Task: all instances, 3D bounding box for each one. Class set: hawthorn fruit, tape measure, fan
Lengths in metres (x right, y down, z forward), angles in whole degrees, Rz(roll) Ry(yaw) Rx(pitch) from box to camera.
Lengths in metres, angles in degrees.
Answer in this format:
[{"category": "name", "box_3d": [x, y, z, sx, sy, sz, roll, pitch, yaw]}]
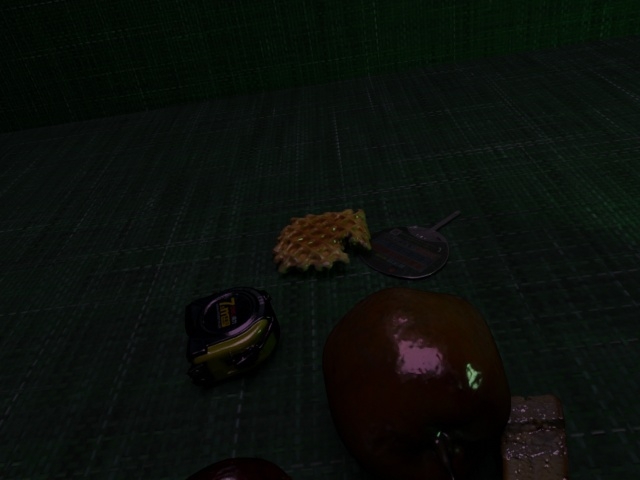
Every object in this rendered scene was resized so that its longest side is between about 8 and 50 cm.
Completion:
[{"category": "hawthorn fruit", "box_3d": [0.138, 0.223, 0.766, 0.268, 0.267, 0.301, -9, 33, 2]}, {"category": "tape measure", "box_3d": [-0.170, 0.183, 1.042, 0.186, 0.112, 0.199, -20, 39, -1]}, {"category": "fan", "box_3d": [0.212, 0.001, 1.300, 0.223, 0.012, 0.294, 3, 35, 23]}]

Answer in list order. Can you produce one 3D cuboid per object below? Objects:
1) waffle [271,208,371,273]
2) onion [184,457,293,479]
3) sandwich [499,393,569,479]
[{"category": "waffle", "box_3d": [0.000, -0.002, 1.315, 0.250, 0.056, 0.261, -8, 34, 8]}, {"category": "onion", "box_3d": [-0.090, 0.392, 0.628, 0.216, 0.207, 0.206, -27, 33, -14]}, {"category": "sandwich", "box_3d": [0.306, 0.295, 0.762, 0.090, 0.088, 0.244, -2, 35, 20]}]
